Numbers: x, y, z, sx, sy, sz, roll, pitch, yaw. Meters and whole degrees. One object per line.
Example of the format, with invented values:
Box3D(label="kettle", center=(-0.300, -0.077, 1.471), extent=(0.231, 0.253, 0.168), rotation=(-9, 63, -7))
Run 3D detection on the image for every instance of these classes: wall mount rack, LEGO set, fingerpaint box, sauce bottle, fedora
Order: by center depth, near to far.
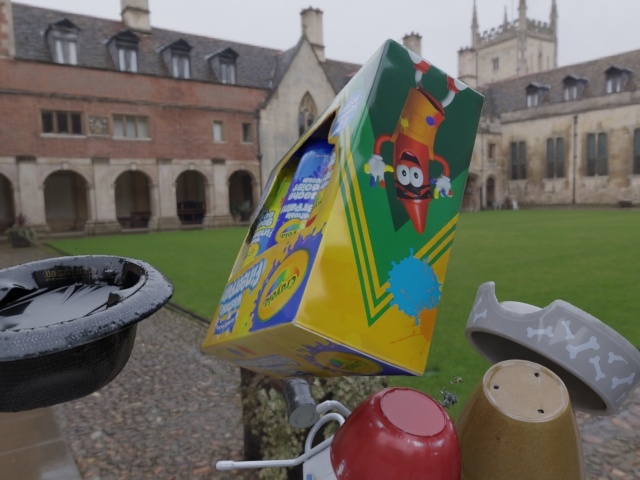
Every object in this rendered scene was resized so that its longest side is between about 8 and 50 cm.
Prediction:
Box3D(label="fedora", center=(-0.373, 0.135, 0.726), extent=(0.334, 0.152, 0.334), rotation=(2, 17, -1))
Box3D(label="fingerpaint box", center=(0.000, 0.000, 0.743), extent=(0.163, 0.371, 0.445), rotation=(25, -23, -17))
Box3D(label="wall mount rack", center=(-0.056, 0.462, 0.932), extent=(0.304, 0.130, 0.350), rotation=(-38, 24, 17))
Box3D(label="LEGO set", center=(0.281, 0.332, 1.088), extent=(0.054, 0.083, 0.023), rotation=(17, 2, -27))
Box3D(label="sauce bottle", center=(-0.076, 0.289, 1.203), extent=(0.111, 0.111, 0.344), rotation=(-3, 30, -17))

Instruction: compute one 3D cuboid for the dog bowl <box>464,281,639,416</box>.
Box3D(label="dog bowl", center=(0.452, 0.225, 1.026), extent=(0.349, 0.102, 0.349), rotation=(33, -13, 9))

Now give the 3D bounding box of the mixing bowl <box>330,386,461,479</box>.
Box3D(label="mixing bowl", center=(0.110, 0.260, 0.669), extent=(0.181, 0.098, 0.181), rotation=(11, 23, -5))

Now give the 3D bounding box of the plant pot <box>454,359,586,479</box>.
Box3D(label="plant pot", center=(0.312, 0.321, 0.803), extent=(0.237, 0.254, 0.237), rotation=(-4, 32, 3))
